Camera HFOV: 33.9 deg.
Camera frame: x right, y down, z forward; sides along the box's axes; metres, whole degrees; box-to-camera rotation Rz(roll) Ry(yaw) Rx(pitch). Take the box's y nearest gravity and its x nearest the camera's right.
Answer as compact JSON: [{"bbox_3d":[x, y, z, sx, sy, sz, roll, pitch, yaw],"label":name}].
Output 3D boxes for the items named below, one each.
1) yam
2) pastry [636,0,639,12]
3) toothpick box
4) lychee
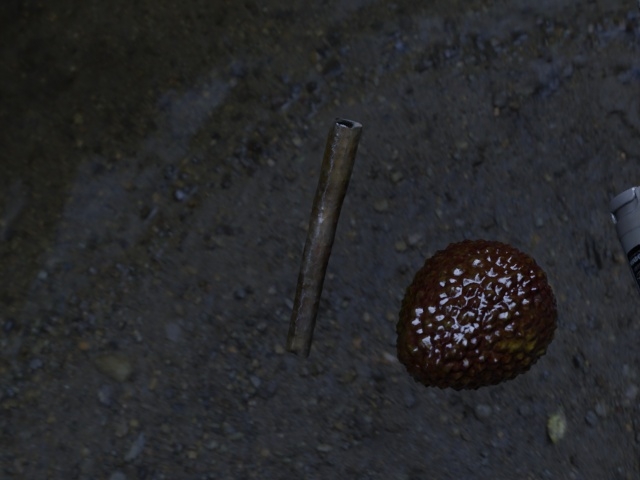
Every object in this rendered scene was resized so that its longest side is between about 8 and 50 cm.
[{"bbox_3d":[0.000,0.000,1.403,0.045,0.045,0.326,36,117,57],"label":"yam"},{"bbox_3d":[0.194,-0.049,0.376,0.122,0.258,0.089,-6,57,32],"label":"pastry"},{"bbox_3d":[0.412,0.025,1.209,0.111,0.111,0.180,-18,73,12],"label":"toothpick box"},{"bbox_3d":[0.232,0.118,1.600,0.271,0.235,0.236,-32,60,-24],"label":"lychee"}]
